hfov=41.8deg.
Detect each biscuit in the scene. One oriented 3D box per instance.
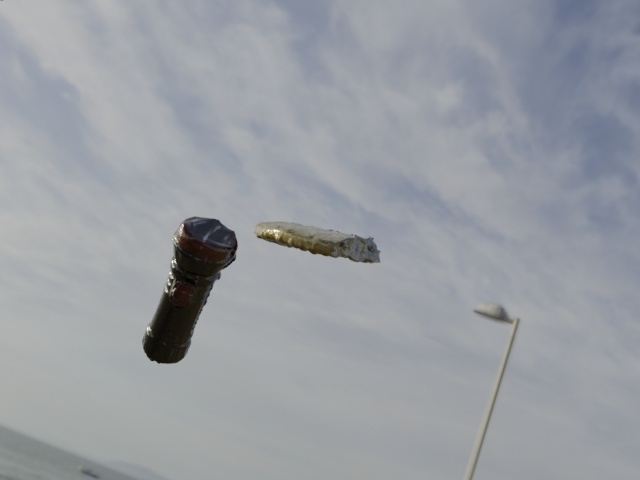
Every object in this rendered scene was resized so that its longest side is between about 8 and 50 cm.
[{"bbox_3d":[0.000,0.000,1.198,0.188,0.040,0.265,10,2,-15],"label":"biscuit"}]

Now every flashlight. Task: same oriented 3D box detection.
[{"bbox_3d":[-0.195,0.078,1.201,0.093,0.093,0.231,20,-63,-11],"label":"flashlight"}]
